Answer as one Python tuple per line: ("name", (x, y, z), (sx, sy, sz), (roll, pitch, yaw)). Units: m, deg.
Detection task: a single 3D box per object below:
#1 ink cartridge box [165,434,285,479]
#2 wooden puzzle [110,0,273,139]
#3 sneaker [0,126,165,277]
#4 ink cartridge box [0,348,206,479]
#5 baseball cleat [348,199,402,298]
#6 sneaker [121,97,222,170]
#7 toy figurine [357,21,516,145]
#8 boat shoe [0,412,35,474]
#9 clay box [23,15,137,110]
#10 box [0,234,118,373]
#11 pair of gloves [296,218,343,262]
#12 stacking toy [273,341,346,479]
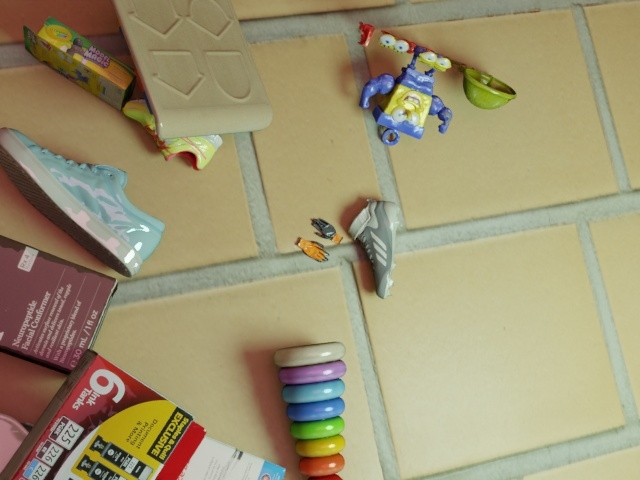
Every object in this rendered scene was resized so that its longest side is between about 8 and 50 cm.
("ink cartridge box", (-0.189, 0.456, 1.780), (0.203, 0.086, 0.148), (25, 74, -9))
("wooden puzzle", (-0.263, -0.369, 1.874), (0.322, 0.080, 0.348), (-14, 85, -51))
("sneaker", (-0.450, -0.099, 1.809), (0.366, 0.135, 0.150), (45, 63, -12))
("ink cartridge box", (-0.362, 0.386, 1.617), (0.271, 0.130, 0.309), (36, 76, -17))
("baseball cleat", (0.108, 0.017, 1.970), (0.109, 0.072, 0.206), (7, 72, 0))
("sneaker", (-0.299, -0.207, 1.883), (0.208, 0.081, 0.094), (26, 80, -16))
("toy figurine", (0.205, -0.298, 2.044), (0.362, 0.191, 0.217), (19, 105, -18))
("boat shoe", (-0.521, 0.383, 1.696), (0.319, 0.099, 0.116), (19, 72, -12))
("clay box", (-0.463, -0.346, 1.846), (0.222, 0.127, 0.053), (33, 72, -7))
("box", (-0.576, 0.095, 1.722), (0.381, 0.143, 0.191), (21, 75, -9))
("pair of gloves", (0.000, 0.000, 1.965), (0.074, 0.010, 0.083), (36, 71, -6))
("stacking toy", (-0.001, 0.365, 1.833), (0.141, 0.141, 0.331), (-6, 85, -16))
